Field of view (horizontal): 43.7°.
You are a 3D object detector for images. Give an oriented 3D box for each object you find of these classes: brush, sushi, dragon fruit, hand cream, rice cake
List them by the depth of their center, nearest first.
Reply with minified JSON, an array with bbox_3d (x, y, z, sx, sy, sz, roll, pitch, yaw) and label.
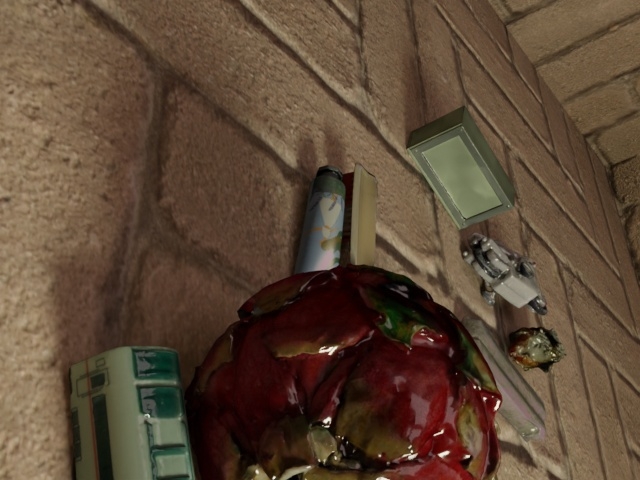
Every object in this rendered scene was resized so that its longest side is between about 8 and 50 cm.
[{"bbox_3d":[0.025,0.177,0.799,0.329,0.329,0.329,38,39,-40],"label":"dragon fruit"},{"bbox_3d":[0.000,0.000,1.161,0.088,0.055,0.256,38,46,-34],"label":"hand cream"},{"bbox_3d":[0.051,0.032,1.225,0.060,0.050,0.321,35,49,-47],"label":"brush"},{"bbox_3d":[0.352,0.274,1.535,0.298,0.050,0.106,50,33,-28],"label":"rice cake"},{"bbox_3d":[0.460,0.234,1.699,0.226,0.103,0.097,2,84,-56],"label":"sushi"}]

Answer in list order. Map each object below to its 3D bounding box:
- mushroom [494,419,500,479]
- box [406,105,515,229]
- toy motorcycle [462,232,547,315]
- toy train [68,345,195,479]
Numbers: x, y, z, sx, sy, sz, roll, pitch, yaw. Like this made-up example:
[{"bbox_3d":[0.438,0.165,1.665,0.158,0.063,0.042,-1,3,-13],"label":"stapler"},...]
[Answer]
[{"bbox_3d":[0.169,0.247,1.170,0.151,0.156,0.286,6,60,-79],"label":"mushroom"},{"bbox_3d":[0.296,-0.147,1.667,0.225,0.129,0.086,53,31,-23],"label":"box"},{"bbox_3d":[0.399,0.063,1.729,0.260,0.110,0.171,33,26,-34],"label":"toy motorcycle"},{"bbox_3d":[-0.138,0.294,0.669,0.086,0.088,0.407,18,55,-54],"label":"toy train"}]
